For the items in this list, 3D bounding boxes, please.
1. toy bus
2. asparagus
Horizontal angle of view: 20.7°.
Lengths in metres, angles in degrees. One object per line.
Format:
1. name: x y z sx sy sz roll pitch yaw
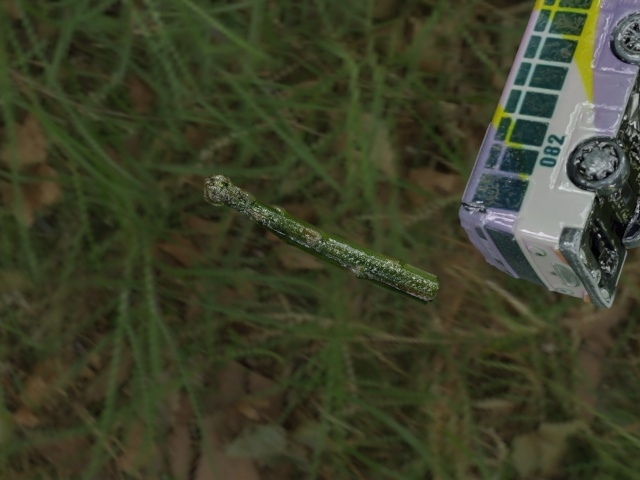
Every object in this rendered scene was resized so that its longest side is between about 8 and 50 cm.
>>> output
1. toy bus: 0.086 -0.034 0.587 0.052 0.058 0.102 49 58 -54
2. asparagus: 0.000 0.000 0.785 0.127 0.015 0.018 24 118 -26
